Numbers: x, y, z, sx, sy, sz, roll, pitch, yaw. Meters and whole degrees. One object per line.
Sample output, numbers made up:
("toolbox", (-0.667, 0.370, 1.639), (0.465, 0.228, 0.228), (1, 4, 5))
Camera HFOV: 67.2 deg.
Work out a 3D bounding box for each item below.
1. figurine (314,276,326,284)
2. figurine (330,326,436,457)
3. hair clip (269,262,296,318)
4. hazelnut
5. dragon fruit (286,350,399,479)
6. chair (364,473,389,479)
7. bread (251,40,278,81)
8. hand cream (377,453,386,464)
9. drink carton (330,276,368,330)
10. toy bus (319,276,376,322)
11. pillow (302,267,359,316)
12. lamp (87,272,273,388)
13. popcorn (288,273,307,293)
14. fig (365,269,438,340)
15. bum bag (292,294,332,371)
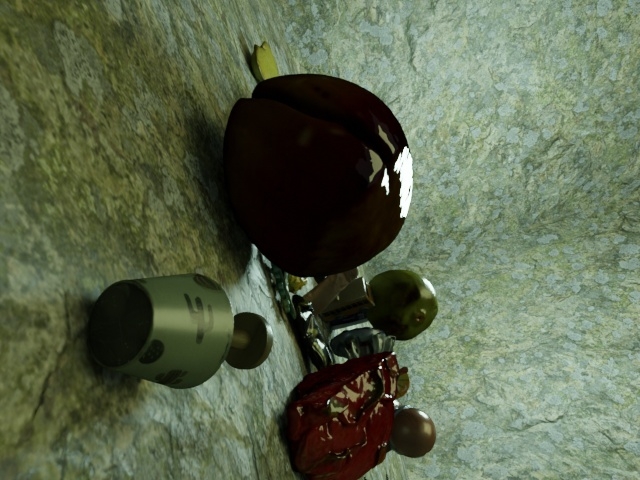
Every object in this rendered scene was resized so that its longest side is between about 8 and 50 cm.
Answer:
("figurine", (-0.013, 0.010, 1.378), (0.175, 0.197, 0.265), (117, -30, -44))
("figurine", (0.157, 0.452, 1.416), (0.248, 0.277, 0.388), (102, -14, -50))
("hair clip", (-0.088, 0.098, 1.108), (0.049, 0.049, 0.172), (-5, 84, -81))
("hazelnut", (-0.012, -0.112, 0.981), (0.429, 0.402, 0.402), (44, 31, -69))
("dragon fruit", (0.074, 0.393, 0.997), (0.329, 0.228, 0.286), (50, 27, -74))
("chair", (0.178, 0.807, 1.407), (0.212, 0.084, 0.101), (-82, 158, -69))
("bread", (-0.191, -0.559, 1.611), (0.149, 0.065, 0.187), (-71, 149, -57))
("hand cream", (0.164, 0.650, 1.636), (0.314, 0.089, 0.139), (-99, 175, -84))
("drink carton", (0.082, 0.192, 1.728), (0.102, 0.134, 0.222), (-28, 102, -79))
("toy bus", (0.073, 0.191, 1.542), (0.103, 0.182, 0.091), (49, 26, -52))
("pillow", (0.024, 0.130, 1.316), (0.034, 0.211, 0.135), (40, -12, 34))
("lamp", (-0.133, 0.098, 0.519), (0.215, 0.121, 0.121), (30, 43, -59))
("popcorn", (-0.071, 0.098, 1.195), (0.084, 0.084, 0.084), (-16, 90, -82))
("fig", (0.258, 0.204, 1.630), (0.271, 0.239, 0.239), (43, -22, 55))
("bum bag", (-0.023, 0.235, 1.209), (0.106, 0.060, 0.232), (-99, 171, -71))
